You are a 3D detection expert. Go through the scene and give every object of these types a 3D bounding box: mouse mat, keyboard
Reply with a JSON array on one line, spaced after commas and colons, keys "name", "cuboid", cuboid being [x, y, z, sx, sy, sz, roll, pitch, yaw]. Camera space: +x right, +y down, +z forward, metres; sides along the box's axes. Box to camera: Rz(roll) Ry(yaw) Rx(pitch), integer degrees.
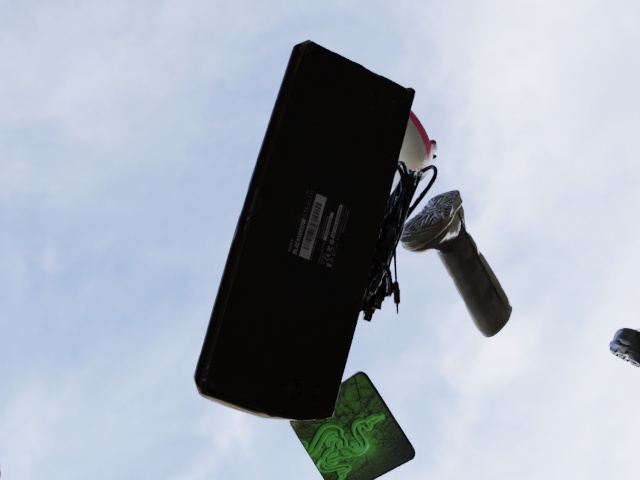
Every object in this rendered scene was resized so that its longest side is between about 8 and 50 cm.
[{"name": "mouse mat", "cuboid": [0.044, 0.302, 1.315, 0.189, 0.153, 0.007, -40, -11, 36]}, {"name": "keyboard", "cuboid": [0.000, 0.000, 0.443, 0.100, 0.038, 0.192, 23, -107, -21]}]

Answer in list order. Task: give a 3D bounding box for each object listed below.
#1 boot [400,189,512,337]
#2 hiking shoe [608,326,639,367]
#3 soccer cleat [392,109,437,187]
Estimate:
[{"name": "boot", "cuboid": [0.200, 0.048, 1.229, 0.076, 0.189, 0.209, -10, -73, 36]}, {"name": "hiking shoe", "cuboid": [0.531, 0.132, 1.240, 0.304, 0.113, 0.132, 8, -77, -38]}, {"name": "soccer cleat", "cuboid": [0.044, -0.093, 1.107, 0.143, 0.331, 0.116, -35, -85, -10]}]
